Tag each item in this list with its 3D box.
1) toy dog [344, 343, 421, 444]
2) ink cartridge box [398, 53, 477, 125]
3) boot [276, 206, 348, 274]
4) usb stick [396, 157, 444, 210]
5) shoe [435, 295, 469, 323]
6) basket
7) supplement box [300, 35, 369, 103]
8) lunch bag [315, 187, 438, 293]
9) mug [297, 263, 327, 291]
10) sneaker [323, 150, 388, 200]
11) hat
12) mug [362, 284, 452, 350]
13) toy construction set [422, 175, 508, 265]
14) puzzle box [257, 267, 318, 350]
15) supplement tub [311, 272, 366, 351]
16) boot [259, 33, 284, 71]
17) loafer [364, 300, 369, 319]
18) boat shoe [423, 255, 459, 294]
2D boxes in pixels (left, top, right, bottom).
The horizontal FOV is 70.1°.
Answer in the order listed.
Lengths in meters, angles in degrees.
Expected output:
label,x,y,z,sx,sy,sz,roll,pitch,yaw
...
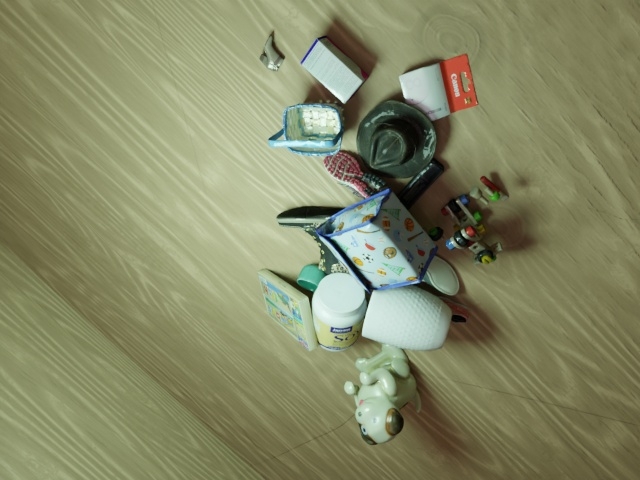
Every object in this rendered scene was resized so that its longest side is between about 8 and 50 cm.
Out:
label,x,y,z,sx,sy,sz,roll,pitch,yaw
toy dog,0.288,0.755,2.146,0.284,0.408,0.395,-32,102,32
ink cartridge box,0.414,-0.529,1.614,0.232,0.066,0.189,-8,113,29
boot,0.000,0.000,2.013,0.377,0.138,0.284,0,117,12
usb stick,0.377,-0.207,1.808,0.077,0.045,0.278,34,124,-7
shoe,0.561,0.304,1.991,0.178,0.081,0.063,18,122,11
basket,-0.029,-0.409,1.706,0.255,0.289,0.201,7,119,19
supplement box,0.054,-0.624,1.665,0.220,0.111,0.114,41,124,-3
lunch bag,0.191,0.027,1.776,0.328,0.239,0.385,50,145,-17
mug,-0.033,0.176,2.137,0.129,0.097,0.158,18,157,10
sneaker,0.132,-0.243,1.847,0.299,0.121,0.112,40,166,9
hat,0.258,-0.341,1.697,0.331,0.134,0.331,18,133,20
mug,0.376,0.342,1.976,0.328,0.276,0.374,16,160,12
toy construction set,0.605,-0.054,1.736,0.237,0.257,0.309,33,102,-20
puzzle box,-0.162,0.319,2.160,0.409,0.052,0.272,25,133,52
supplement tub,0.078,0.322,2.045,0.241,0.241,0.331,18,141,11
boot,-0.179,-0.715,1.752,0.087,0.042,0.118,30,125,-4
loafer,0.204,0.324,2.159,0.056,0.050,0.148,-33,102,32
boat shoe,0.454,0.118,1.942,0.319,0.116,0.099,38,164,-9
